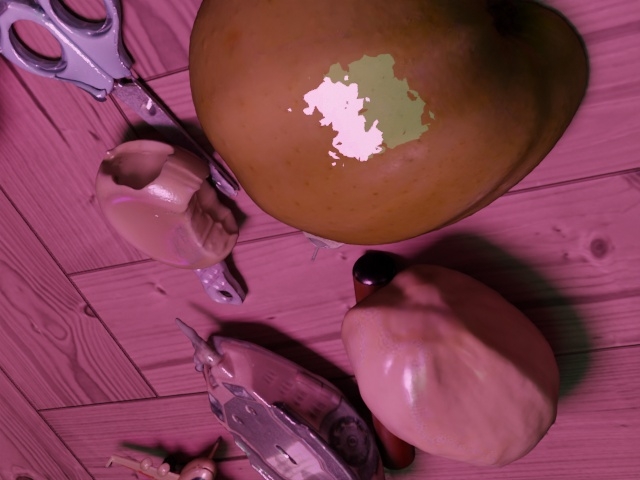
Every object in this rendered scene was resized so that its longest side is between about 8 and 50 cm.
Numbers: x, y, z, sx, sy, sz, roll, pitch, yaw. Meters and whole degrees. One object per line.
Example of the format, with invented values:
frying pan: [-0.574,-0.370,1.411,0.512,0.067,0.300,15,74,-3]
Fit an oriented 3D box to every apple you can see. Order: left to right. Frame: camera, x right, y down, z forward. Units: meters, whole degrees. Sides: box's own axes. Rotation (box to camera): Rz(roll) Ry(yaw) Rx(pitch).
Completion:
apple: [0.060,-0.163,1.215,0.360,0.312,0.320,-24,163,40]

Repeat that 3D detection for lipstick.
lipstick: [0.084,0.162,1.532,0.057,0.057,0.357,6,133,18]

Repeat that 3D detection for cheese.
cheese: [-0.162,-0.009,1.462,0.163,0.082,0.286,3,145,31]

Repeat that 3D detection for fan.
fan: [-0.004,-0.007,1.449,0.060,0.003,0.080,44,133,-18]

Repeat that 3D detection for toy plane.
toy plane: [-0.207,0.380,1.831,0.242,0.104,0.256,33,135,-5]

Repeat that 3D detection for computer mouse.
computer mouse: [-0.045,0.229,1.619,0.389,0.115,0.199,46,143,-3]

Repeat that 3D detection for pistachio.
pistachio: [0.160,0.158,1.394,0.226,0.208,0.332,-10,145,44]

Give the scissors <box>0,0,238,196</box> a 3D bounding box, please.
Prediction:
scissors: [-0.220,-0.170,1.371,0.191,0.029,0.360,-28,116,38]
